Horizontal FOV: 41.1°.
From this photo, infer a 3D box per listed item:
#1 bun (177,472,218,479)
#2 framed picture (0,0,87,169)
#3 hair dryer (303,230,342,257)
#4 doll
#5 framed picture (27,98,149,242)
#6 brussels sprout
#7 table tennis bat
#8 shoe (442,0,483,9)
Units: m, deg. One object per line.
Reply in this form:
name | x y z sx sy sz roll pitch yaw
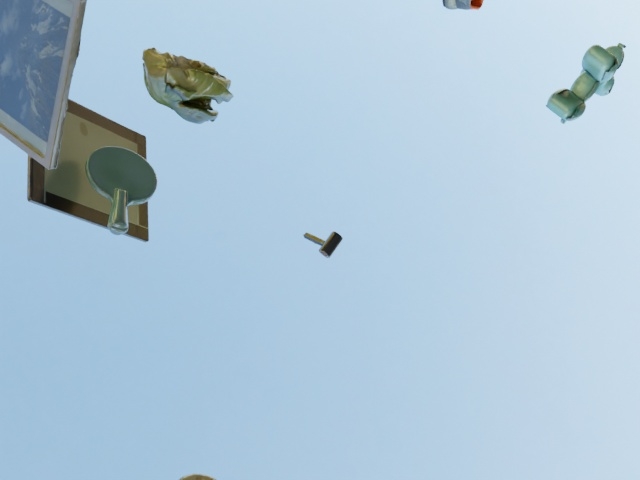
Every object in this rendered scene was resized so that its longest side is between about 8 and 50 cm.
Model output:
bun | -0.175 0.371 1.198 0.086 0.055 0.086 14 -133 -15
framed picture | -0.446 -0.274 1.287 0.209 0.281 0.019 32 -150 22
hair dryer | 0.000 0.000 1.582 0.047 0.083 0.026 -54 -47 -14
doll | 0.433 -0.256 1.367 0.059 0.159 0.158 39 -169 15
framed picture | -0.481 -0.157 1.802 0.347 0.016 0.265 23 -124 -57
brussels sprout | -0.230 -0.256 1.415 0.139 0.100 0.181 28 -169 29
table tennis bat | -0.401 -0.103 1.716 0.149 0.038 0.237 16 -139 -25
shoe | 0.274 -0.506 1.613 0.077 0.194 0.074 20 -109 16
